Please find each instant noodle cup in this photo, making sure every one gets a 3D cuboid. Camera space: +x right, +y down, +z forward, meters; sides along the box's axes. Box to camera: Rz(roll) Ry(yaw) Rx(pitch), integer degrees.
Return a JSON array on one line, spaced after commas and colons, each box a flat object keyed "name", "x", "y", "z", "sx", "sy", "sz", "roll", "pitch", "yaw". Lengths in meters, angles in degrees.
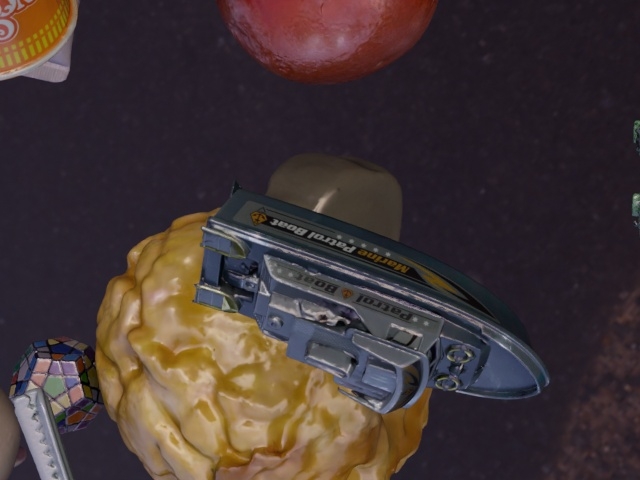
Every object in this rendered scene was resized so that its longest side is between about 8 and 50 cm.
[{"name": "instant noodle cup", "x": -0.308, "y": -0.261, "z": 1.135, "sx": 0.168, "sy": 0.168, "sz": 0.185, "roll": 32, "pitch": 151, "yaw": 21}]

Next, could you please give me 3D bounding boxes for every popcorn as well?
[{"name": "popcorn", "x": -0.059, "y": 0.147, "z": 1.440, "sx": 0.390, "sy": 0.344, "sz": 0.354, "roll": 10, "pitch": 167, "yaw": -7}]

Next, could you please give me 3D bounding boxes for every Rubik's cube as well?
[{"name": "Rubik's cube", "x": -0.289, "y": 0.160, "z": 1.434, "sx": 0.111, "sy": 0.093, "sz": 0.111, "roll": 24, "pitch": 141, "yaw": 21}]

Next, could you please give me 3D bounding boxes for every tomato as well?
[{"name": "tomato", "x": 0.002, "y": -0.244, "z": 1.155, "sx": 0.208, "sy": 0.208, "sz": 0.184, "roll": 30, "pitch": 172, "yaw": 23}]

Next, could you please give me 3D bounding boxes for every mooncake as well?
[{"name": "mooncake", "x": 0.000, "y": 0.000, "z": 1.868, "sx": 0.135, "sy": 0.275, "sz": 0.275, "roll": 23, "pitch": 139, "yaw": 35}]

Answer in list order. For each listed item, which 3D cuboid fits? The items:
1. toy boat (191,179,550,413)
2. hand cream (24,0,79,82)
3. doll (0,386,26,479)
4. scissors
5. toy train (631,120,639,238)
[{"name": "toy boat", "x": 0.040, "y": 0.060, "z": 1.025, "sx": 0.296, "sy": 0.122, "sz": 0.114, "roll": 22, "pitch": 144, "yaw": 7}, {"name": "hand cream", "x": -0.344, "y": -0.351, "z": 1.596, "sx": 0.089, "sy": 0.139, "sz": 0.314, "roll": 49, "pitch": 126, "yaw": 52}, {"name": "doll", "x": -0.478, "y": 0.162, "z": 1.479, "sx": 0.226, "sy": 0.215, "sz": 0.370, "roll": -8, "pitch": 116, "yaw": 2}, {"name": "scissors", "x": -0.194, "y": 0.240, "z": 1.045, "sx": 0.125, "sy": 0.030, "sz": 0.256, "roll": -142, "pitch": 35, "yaw": -78}, {"name": "toy train", "x": 0.486, "y": -0.099, "z": 1.745, "sx": 0.132, "sy": 0.188, "sz": 0.243, "roll": 3, "pitch": 103, "yaw": 13}]
